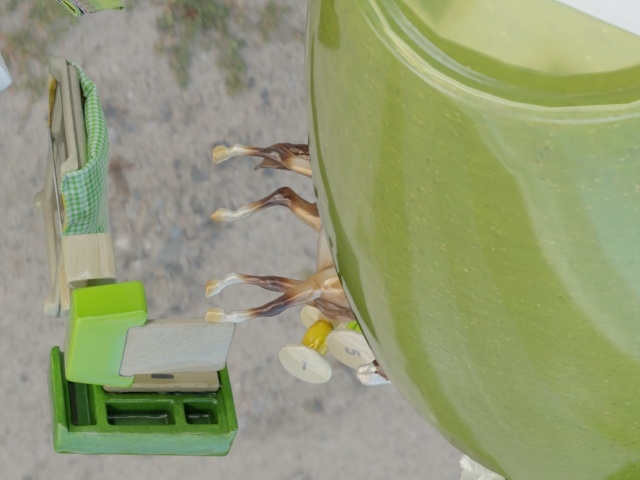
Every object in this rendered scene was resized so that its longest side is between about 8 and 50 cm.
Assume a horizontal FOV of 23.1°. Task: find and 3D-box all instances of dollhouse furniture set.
[{"bbox_3d":[-0.156,0.009,1.344,0.151,0.301,0.197,0,138,-16],"label":"dollhouse furniture set"}]

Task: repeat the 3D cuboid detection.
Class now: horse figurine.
[{"bbox_3d":[0.000,0.000,1.214,0.175,0.263,0.066,2,135,-3],"label":"horse figurine"}]

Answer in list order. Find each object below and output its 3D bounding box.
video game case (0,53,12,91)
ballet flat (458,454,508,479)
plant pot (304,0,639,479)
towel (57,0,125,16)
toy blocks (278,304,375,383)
[{"bbox_3d":[-0.377,-0.135,1.347,0.206,0.227,0.026,-33,128,-1],"label":"video game case"},{"bbox_3d":[0.121,0.065,0.842,0.147,0.409,0.147,-13,133,-14],"label":"ballet flat"},{"bbox_3d":[0.103,-0.058,0.540,0.275,0.274,0.293,-30,159,6],"label":"plant pot"},{"bbox_3d":[-0.157,-0.160,0.923,0.083,0.060,0.009,40,112,5],"label":"towel"},{"bbox_3d":[0.036,0.053,1.434,0.054,0.148,0.123,45,142,-21],"label":"toy blocks"}]
